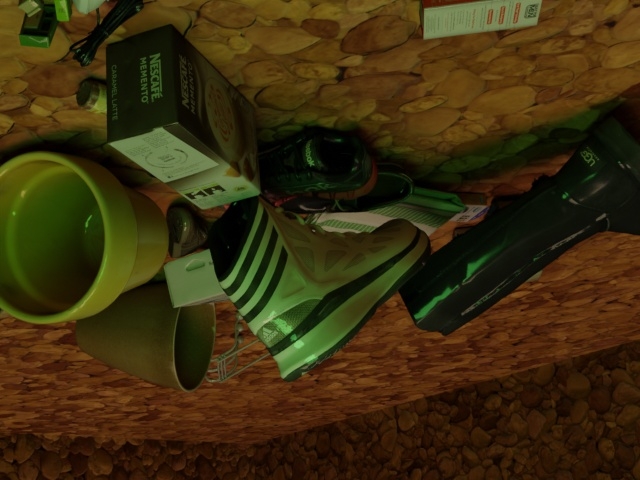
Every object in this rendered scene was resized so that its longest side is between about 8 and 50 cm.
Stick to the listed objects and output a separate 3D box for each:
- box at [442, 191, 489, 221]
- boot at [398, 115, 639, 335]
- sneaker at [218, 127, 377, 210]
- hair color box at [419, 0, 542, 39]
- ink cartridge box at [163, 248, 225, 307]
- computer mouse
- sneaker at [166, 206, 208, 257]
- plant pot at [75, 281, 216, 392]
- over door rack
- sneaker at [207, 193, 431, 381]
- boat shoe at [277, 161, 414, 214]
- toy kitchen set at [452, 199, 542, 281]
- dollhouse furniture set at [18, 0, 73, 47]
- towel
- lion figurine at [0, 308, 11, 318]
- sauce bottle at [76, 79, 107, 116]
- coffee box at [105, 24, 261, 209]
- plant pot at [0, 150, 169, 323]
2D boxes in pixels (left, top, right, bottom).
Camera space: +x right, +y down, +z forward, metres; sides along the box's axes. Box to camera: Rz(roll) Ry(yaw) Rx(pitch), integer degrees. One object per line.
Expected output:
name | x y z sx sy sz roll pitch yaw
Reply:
box | 0.245 -0.062 1.811 0.136 0.028 0.081 0 159 -23
boot | 0.380 0.019 1.657 0.445 0.146 0.367 -41 141 13
sneaker | -0.046 -0.111 1.491 0.276 0.097 0.135 -7 160 -3
hair color box | 0.191 -0.285 1.167 0.141 0.043 0.072 -6 160 3
ink cartridge box | -0.171 0.063 1.864 0.154 0.093 0.212 -18 171 30
computer mouse | -0.231 -0.269 1.026 0.106 0.042 0.193 -47 168 -20
sneaker | -0.236 -0.023 1.750 0.071 0.066 0.188 -17 169 -19
plant pot | -0.383 0.191 2.080 0.254 0.237 0.237 5 162 14
over door rack | -0.147 0.245 2.443 0.324 0.108 0.239 -18 162 -11
sneaker | 0.001 0.000 1.460 0.169 0.257 0.447 -38 -179 33
boat shoe | 0.037 -0.082 1.584 0.233 0.084 0.079 -7 -155 -9
toy kitchen set | 0.337 0.028 1.879 0.122 0.166 0.207 -7 160 -1
dollhouse furniture set | -0.307 -0.285 1.050 0.076 0.058 0.152 3 140 -4
towel | 0.097 -0.028 1.800 0.248 0.038 0.325 9 156 -16
lion figurine | -0.582 0.098 1.849 0.392 0.142 0.240 7 164 -42
sauce bottle | -0.267 -0.180 1.317 0.042 0.042 0.128 -23 152 38
coffee box | -0.174 -0.153 1.277 0.098 0.141 0.246 -13 159 17
plant pot | -0.365 -0.004 1.512 0.254 0.254 0.239 -15 174 22
